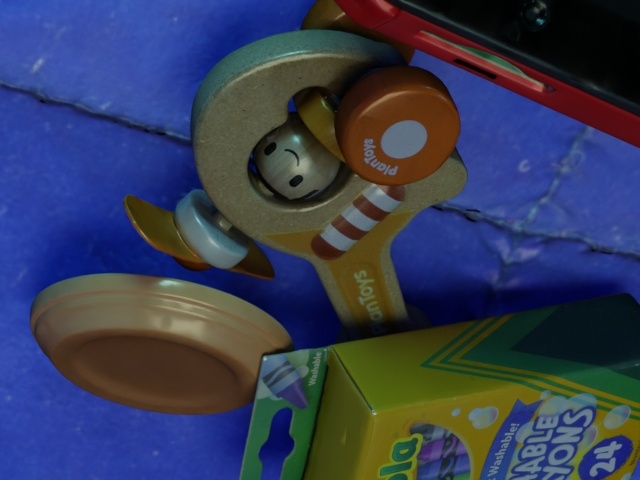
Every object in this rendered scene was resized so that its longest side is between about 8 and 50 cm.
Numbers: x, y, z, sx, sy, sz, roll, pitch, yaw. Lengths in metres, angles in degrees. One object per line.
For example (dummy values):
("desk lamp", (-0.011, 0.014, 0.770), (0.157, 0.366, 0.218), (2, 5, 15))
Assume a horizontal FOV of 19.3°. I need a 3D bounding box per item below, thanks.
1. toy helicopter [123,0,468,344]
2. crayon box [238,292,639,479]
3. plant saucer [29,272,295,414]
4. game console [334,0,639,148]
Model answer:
("toy helicopter", (0.000, 0.000, 1.379), (0.235, 0.140, 0.355), (-21, 132, 0))
("crayon box", (0.101, 0.163, 1.457), (0.323, 0.083, 0.203), (-8, 131, -25))
("plant saucer", (-0.120, 0.084, 1.401), (0.200, 0.037, 0.200), (6, 154, 3))
("game console", (0.208, -0.246, 1.220), (0.387, 0.060, 0.342), (22, 84, -20))
